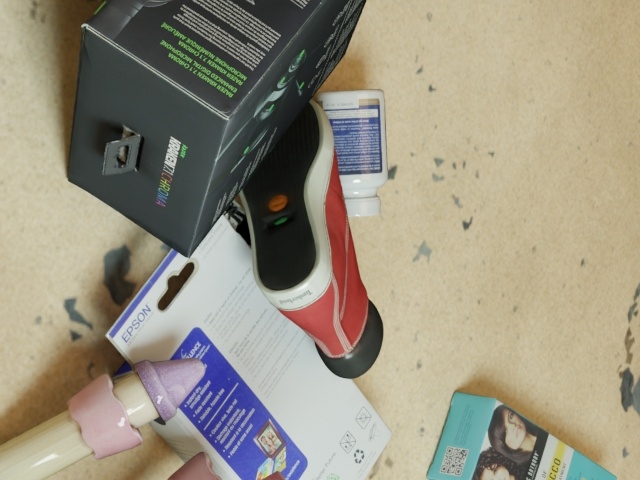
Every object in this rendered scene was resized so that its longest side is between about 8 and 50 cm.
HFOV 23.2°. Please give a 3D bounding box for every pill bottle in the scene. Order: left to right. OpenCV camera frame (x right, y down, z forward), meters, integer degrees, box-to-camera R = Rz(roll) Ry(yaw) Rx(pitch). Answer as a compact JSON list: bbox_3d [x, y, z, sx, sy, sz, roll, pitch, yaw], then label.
[{"bbox_3d":[0.030,-0.084,1.490,0.067,0.067,0.120,-7,97,-43],"label":"pill bottle"}]

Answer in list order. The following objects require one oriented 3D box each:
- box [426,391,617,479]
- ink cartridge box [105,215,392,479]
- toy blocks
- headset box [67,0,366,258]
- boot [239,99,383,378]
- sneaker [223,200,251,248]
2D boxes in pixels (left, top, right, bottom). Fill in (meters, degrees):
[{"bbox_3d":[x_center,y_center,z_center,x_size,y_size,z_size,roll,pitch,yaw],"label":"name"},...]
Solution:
[{"bbox_3d":[0.223,0.257,1.693,0.244,0.060,0.100,34,69,-39],"label":"box"},{"bbox_3d":[-0.071,0.131,1.408,0.165,0.065,0.333,-53,126,-27],"label":"ink cartridge box"},{"bbox_3d":[-0.072,0.260,1.217,0.260,0.288,0.309,-28,113,-8],"label":"toy blocks"},{"bbox_3d":[-0.077,-0.153,1.253,0.131,0.246,0.283,33,64,4],"label":"headset box"},{"bbox_3d":[0.000,0.000,1.423,0.176,0.088,0.244,53,25,-46],"label":"boot"},{"bbox_3d":[-0.091,-0.032,1.395,0.109,0.044,0.040,49,62,-32],"label":"sneaker"}]
